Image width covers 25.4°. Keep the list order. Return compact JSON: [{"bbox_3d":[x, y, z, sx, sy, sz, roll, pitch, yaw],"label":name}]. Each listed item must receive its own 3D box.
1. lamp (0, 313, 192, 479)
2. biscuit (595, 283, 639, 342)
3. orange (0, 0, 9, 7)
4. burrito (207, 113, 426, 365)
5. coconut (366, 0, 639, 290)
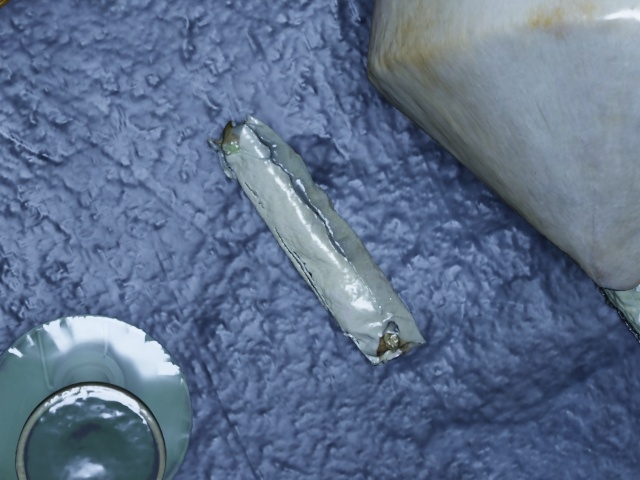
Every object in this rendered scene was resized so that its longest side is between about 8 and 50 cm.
[{"bbox_3d":[-0.129,0.102,0.776,0.121,0.215,0.121,0,93,-8],"label":"lamp"},{"bbox_3d":[0.260,0.037,0.921,0.121,0.040,0.199,-39,95,-8],"label":"biscuit"},{"bbox_3d":[-0.236,-0.214,0.762,0.219,0.193,0.219,4,104,17],"label":"orange"},{"bbox_3d":[0.000,0.000,0.883,0.045,0.041,0.185,-30,98,35],"label":"burrito"},{"bbox_3d":[0.166,-0.133,0.785,0.329,0.329,0.329,0,91,-8],"label":"coconut"}]
